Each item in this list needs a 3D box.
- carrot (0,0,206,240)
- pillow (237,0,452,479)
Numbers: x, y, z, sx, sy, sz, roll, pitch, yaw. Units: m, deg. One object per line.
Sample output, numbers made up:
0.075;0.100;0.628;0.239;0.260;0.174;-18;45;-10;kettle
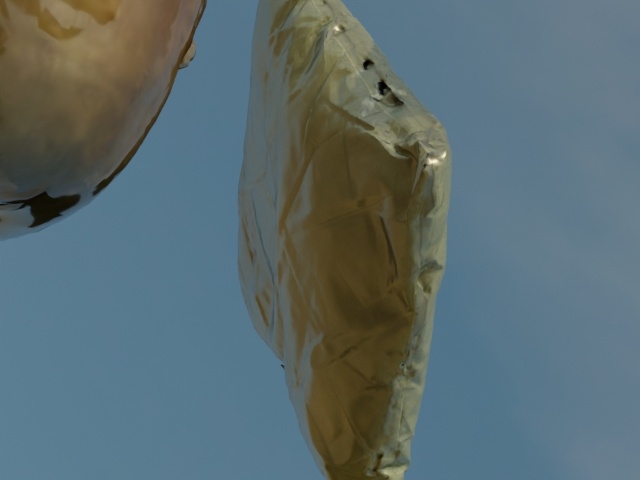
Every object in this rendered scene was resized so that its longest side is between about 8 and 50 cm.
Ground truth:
-0.137;-0.174;0.694;0.224;0.224;0.341;-6;-109;42;carrot
0.001;0.000;1.214;0.281;0.076;0.274;-119;-150;-51;pillow
